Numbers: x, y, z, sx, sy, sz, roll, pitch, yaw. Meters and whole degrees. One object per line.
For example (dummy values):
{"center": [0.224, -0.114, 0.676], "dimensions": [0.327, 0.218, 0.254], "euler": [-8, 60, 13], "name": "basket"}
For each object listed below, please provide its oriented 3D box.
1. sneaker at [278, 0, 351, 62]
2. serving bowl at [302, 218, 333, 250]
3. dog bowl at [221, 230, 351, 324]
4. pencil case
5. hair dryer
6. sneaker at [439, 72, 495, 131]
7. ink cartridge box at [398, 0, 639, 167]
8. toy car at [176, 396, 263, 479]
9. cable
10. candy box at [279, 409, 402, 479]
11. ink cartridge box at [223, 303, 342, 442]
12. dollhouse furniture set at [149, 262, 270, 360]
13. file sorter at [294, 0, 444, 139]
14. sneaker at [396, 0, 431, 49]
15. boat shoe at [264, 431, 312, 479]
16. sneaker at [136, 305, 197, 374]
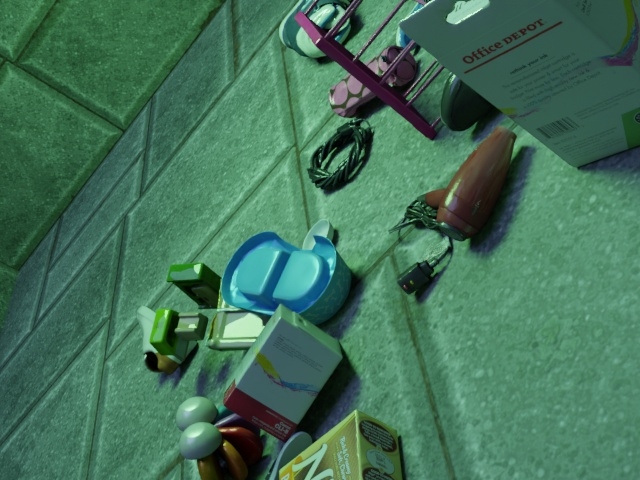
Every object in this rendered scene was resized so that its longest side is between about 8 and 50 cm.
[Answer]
{"center": [0.044, -0.603, 2.319], "dimensions": [0.322, 0.130, 0.236], "euler": [-54, 35, -2], "name": "sneaker"}
{"center": [0.000, 0.000, 1.809], "dimensions": [0.083, 0.027, 0.083], "euler": [-42, 30, 30], "name": "serving bowl"}
{"center": [-0.062, 0.075, 1.714], "dimensions": [0.297, 0.074, 0.165], "euler": [5, 65, 46], "name": "dog bowl"}
{"center": [0.104, -0.328, 1.924], "dimensions": [0.209, 0.095, 0.098], "euler": [-29, 53, 50], "name": "pencil case"}
{"center": [0.202, -0.072, 1.464], "dimensions": [0.293, 0.080, 0.223], "euler": [-44, 28, 27], "name": "hair dryer"}
{"center": [0.300, -0.281, 1.499], "dimensions": [0.267, 0.101, 0.106], "euler": [-49, 29, 19], "name": "sneaker"}
{"center": [0.298, -0.254, 1.171], "dimensions": [0.207, 0.353, 0.119], "euler": [-20, 44, 52], "name": "ink cartridge box"}
{"center": [-0.169, 0.358, 1.609], "dimensions": [0.136, 0.159, 0.182], "euler": [-21, 28, -3], "name": "toy car"}
{"center": [0.036, -0.173, 1.930], "dimensions": [0.184, 0.047, 0.150], "euler": [-25, 46, 46], "name": "cable"}
{"center": [0.029, 0.409, 1.226], "dimensions": [0.183, 0.088, 0.316], "euler": [-43, 28, 29], "name": "candy box"}
{"center": [-0.063, 0.218, 1.528], "dimensions": [0.176, 0.127, 0.128], "euler": [-57, 6, 5], "name": "ink cartridge box"}
{"center": [-0.177, 0.160, 1.907], "dimensions": [0.302, 0.151, 0.197], "euler": [-4, 59, 25], "name": "dollhouse furniture set"}
{"center": [0.133, -0.367, 1.680], "dimensions": [0.182, 0.291, 0.202], "euler": [-49, 27, 13], "name": "file sorter"}
{"center": [0.217, -0.464, 1.902], "dimensions": [0.152, 0.058, 0.084], "euler": [-57, 16, -12], "name": "sneaker"}
{"center": [-0.062, 0.372, 1.481], "dimensions": [0.142, 0.049, 0.040], "euler": [-62, 25, -4], "name": "boat shoe"}
{"center": [-0.396, 0.238, 2.167], "dimensions": [0.123, 0.106, 0.290], "euler": [-58, 26, -6], "name": "sneaker"}
